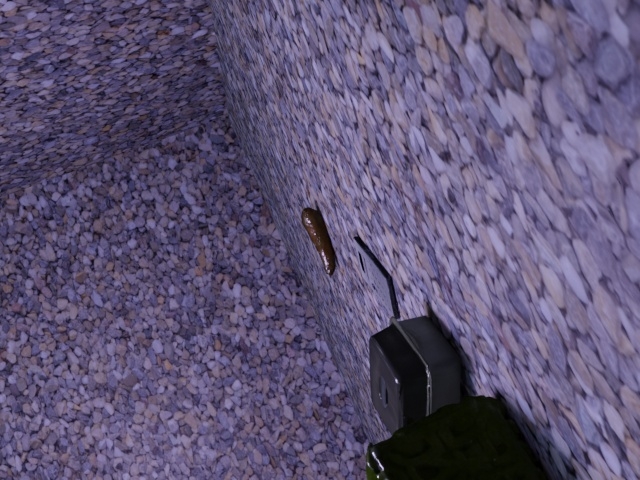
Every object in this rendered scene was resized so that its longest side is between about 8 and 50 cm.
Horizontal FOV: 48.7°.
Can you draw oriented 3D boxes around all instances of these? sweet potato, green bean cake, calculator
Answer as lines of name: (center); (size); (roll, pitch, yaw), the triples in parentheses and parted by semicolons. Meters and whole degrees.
sweet potato: (0.000, 0.000, 2.602); (0.075, 0.075, 0.274); (-143, 29, -72)
green bean cake: (0.278, 0.492, 1.390); (0.335, 0.319, 0.218); (58, 164, 32)
calculator: (0.160, 0.105, 2.071); (0.262, 0.021, 0.161); (-126, 17, -56)

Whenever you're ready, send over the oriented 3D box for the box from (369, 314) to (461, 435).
box: (0.224, 0.340, 1.706); (0.221, 0.166, 0.291); (-125, 24, -51)
